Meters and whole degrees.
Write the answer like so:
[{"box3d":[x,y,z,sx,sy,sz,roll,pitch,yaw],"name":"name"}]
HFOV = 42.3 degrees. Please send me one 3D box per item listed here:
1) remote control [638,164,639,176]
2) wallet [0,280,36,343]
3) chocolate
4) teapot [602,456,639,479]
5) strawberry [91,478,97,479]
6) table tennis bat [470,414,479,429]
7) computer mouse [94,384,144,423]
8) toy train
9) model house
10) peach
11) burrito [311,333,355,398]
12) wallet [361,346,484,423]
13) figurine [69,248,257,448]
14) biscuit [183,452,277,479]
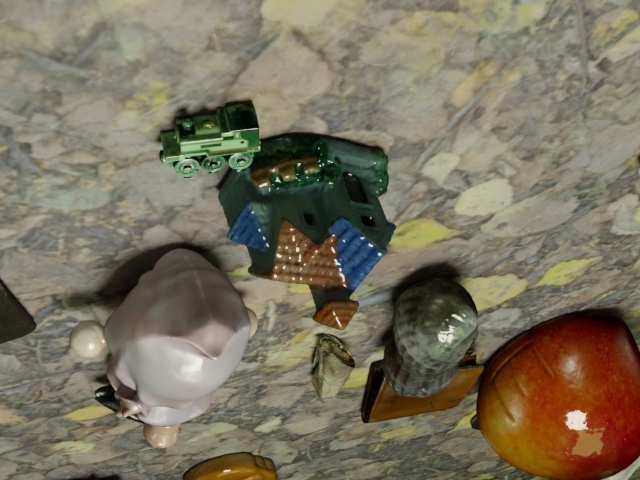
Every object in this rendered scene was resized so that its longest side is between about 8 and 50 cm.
[{"box3d":[0.438,-0.067,0.926,0.229,0.044,0.073,20,131,-33],"name":"remote control"},{"box3d":[-0.336,0.061,0.791,0.082,0.018,0.156,-15,149,-3],"name":"wallet"},{"box3d":[0.134,0.126,1.034,0.110,0.110,0.248,-9,148,-12],"name":"chocolate"},{"box3d":[0.617,0.380,1.617,0.208,0.166,0.299,7,153,-14],"name":"teapot"},{"box3d":[-0.363,0.437,1.281,0.148,0.131,0.131,-34,145,13],"name":"strawberry"},{"box3d":[0.373,0.291,1.485,0.138,0.022,0.246,8,142,-34],"name":"table tennis bat"},{"box3d":[-0.210,0.200,1.012,0.135,0.047,0.079,6,-173,-21],"name":"computer mouse"},{"box3d":[-0.089,-0.081,0.668,0.083,0.033,0.053,-8,143,-12],"name":"toy train"},{"box3d":[0.000,0.000,0.726,0.148,0.148,0.119,7,141,-37],"name":"model house"},{"box3d":[0.386,0.237,1.255,0.248,0.245,0.274,-26,151,-44],"name":"peach"},{"box3d":[0.015,0.171,1.106,0.055,0.041,0.149,2,146,-4],"name":"burrito"},{"box3d":[0.148,0.221,1.255,0.161,0.042,0.195,-7,150,-7],"name":"wallet"},{"box3d":[-0.158,0.121,0.862,0.200,0.133,0.276,-3,148,-27],"name":"figurine"},{"box3d":[-0.160,0.418,1.411,0.170,0.050,0.170,-11,148,-7],"name":"biscuit"}]
